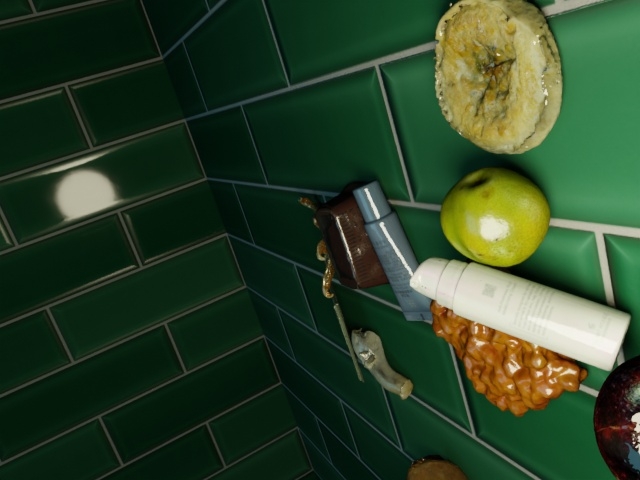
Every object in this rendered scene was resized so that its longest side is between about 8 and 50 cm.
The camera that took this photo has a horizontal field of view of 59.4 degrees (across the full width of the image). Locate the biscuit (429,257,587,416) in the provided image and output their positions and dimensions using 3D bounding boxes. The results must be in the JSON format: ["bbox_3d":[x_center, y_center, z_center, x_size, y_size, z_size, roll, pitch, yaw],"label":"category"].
[{"bbox_3d":[0.355,0.200,1.141,0.312,0.111,0.318,57,157,20],"label":"biscuit"}]

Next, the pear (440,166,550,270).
[{"bbox_3d":[0.304,-0.020,0.965,0.180,0.166,0.216,11,134,53],"label":"pear"}]

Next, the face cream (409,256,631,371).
[{"bbox_3d":[0.325,0.110,0.952,0.346,0.102,0.102,21,135,31],"label":"face cream"}]

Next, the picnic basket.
[{"bbox_3d":[0.091,-0.002,1.538,0.222,0.129,0.296,8,118,68],"label":"picnic basket"}]

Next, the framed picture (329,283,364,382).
[{"bbox_3d":[0.085,0.314,1.930,0.232,0.019,0.296,-106,-3,-78],"label":"framed picture"}]

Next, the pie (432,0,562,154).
[{"bbox_3d":[0.276,-0.265,0.912,0.274,0.055,0.274,50,153,36],"label":"pie"}]

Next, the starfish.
[{"bbox_3d":[0.010,-0.005,1.749,0.375,0.094,0.327,74,-179,-56],"label":"starfish"}]

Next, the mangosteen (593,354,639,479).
[{"bbox_3d":[0.492,0.257,0.769,0.216,0.216,0.216,51,154,36],"label":"mangosteen"}]

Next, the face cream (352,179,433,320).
[{"bbox_3d":[0.188,0.033,1.411,0.136,0.086,0.385,-12,105,56],"label":"face cream"}]

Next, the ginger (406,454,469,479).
[{"bbox_3d":[0.365,0.778,1.603,0.223,0.200,0.269,13,124,67],"label":"ginger"}]

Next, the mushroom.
[{"bbox_3d":[0.188,0.387,1.782,0.278,0.096,0.099,53,-174,33],"label":"mushroom"}]
